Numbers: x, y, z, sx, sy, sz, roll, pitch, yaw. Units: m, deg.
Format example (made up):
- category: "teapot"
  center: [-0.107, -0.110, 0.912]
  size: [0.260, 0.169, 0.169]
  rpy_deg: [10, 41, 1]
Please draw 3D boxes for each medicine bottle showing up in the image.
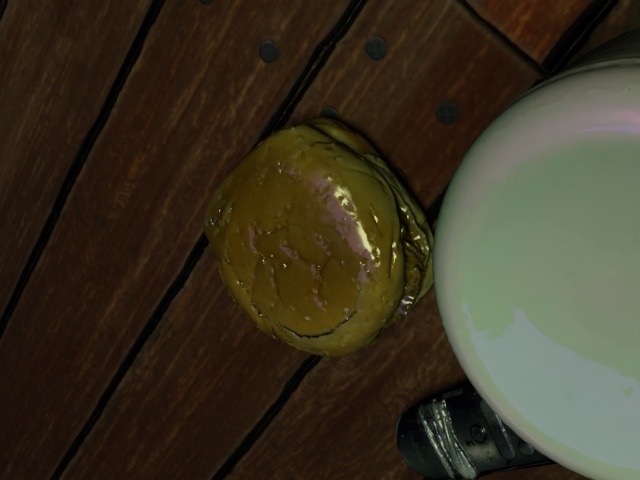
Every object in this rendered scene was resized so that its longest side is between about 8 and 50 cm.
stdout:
- category: "medicine bottle"
  center: [0.232, -0.015, 0.633]
  size: [0.241, 0.302, 0.241]
  rpy_deg: [15, 118, 29]

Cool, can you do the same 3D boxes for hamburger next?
- category: "hamburger"
  center: [0.001, -0.001, 0.927]
  size: [0.213, 0.108, 0.214]
  rpy_deg: [14, 115, 33]

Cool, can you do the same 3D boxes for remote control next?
- category: "remote control"
  center: [0.178, 0.154, 0.908]
  size: [0.266, 0.066, 0.090]
  rpy_deg: [-24, 83, 43]
